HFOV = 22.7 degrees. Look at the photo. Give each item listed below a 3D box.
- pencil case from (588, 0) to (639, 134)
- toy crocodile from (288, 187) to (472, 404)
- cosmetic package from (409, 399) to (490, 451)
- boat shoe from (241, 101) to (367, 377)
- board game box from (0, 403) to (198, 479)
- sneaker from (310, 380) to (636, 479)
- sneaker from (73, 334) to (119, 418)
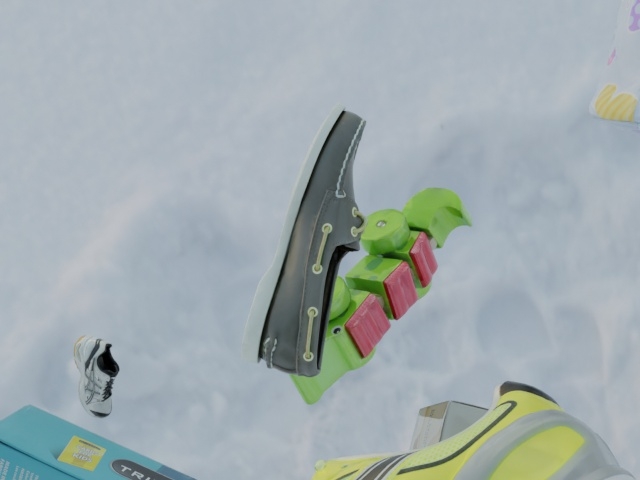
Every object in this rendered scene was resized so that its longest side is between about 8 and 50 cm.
[{"bbox_3d":[0.291,-0.206,1.232,0.114,0.124,0.273,16,94,27],"label":"pencil case"},{"bbox_3d":[0.069,0.064,1.963,0.105,0.115,0.340,8,44,40],"label":"toy crocodile"},{"bbox_3d":[0.093,0.149,1.137,0.041,0.115,0.060,15,78,-4],"label":"cosmetic package"},{"bbox_3d":[0.000,0.001,1.762,0.091,0.109,0.305,18,85,7],"label":"boat shoe"},{"bbox_3d":[-0.115,0.303,1.154,0.336,0.079,0.253,23,106,10],"label":"board game box"},{"bbox_3d":[0.009,0.220,0.949,0.385,0.145,0.147,-24,44,-3],"label":"sneaker"},{"bbox_3d":[-0.199,0.126,1.443,0.037,0.083,0.032,5,28,29],"label":"sneaker"}]
